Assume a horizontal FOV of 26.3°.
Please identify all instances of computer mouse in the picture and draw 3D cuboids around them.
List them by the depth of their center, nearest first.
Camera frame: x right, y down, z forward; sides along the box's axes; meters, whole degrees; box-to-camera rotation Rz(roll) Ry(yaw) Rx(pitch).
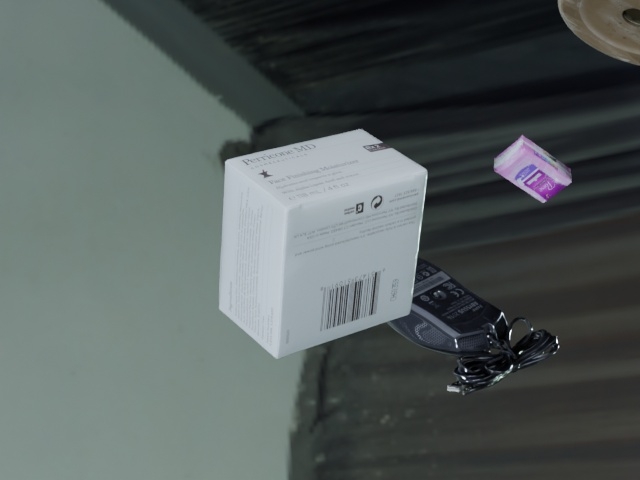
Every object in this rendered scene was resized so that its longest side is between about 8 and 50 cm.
[{"bbox_3d":[0.165,0.116,1.846,0.188,0.272,0.072,-20,134,-39],"label":"computer mouse"}]

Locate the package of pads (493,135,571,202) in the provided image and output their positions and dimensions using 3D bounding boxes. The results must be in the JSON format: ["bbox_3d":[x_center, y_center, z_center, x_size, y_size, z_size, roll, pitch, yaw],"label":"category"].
[{"bbox_3d":[0.248,-0.083,1.602,0.083,0.050,0.032,31,39,-25],"label":"package of pads"}]

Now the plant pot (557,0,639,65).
[{"bbox_3d":[0.408,-0.367,1.588,0.323,0.323,0.280,43,63,-44],"label":"plant pot"}]

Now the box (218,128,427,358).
[{"bbox_3d":[0.000,0.000,1.429,0.181,0.119,0.182,-16,125,-33],"label":"box"}]
